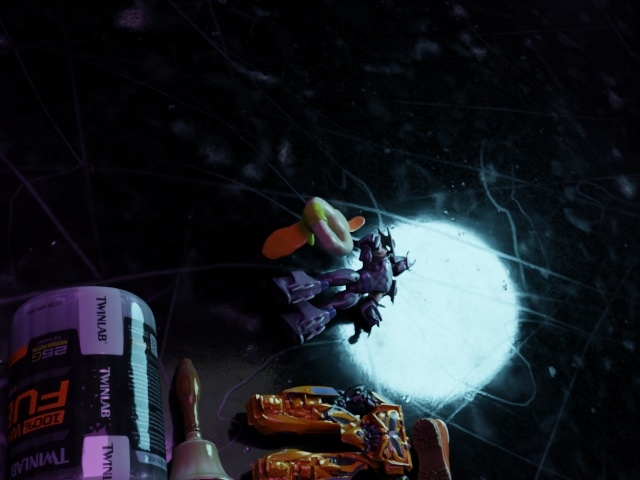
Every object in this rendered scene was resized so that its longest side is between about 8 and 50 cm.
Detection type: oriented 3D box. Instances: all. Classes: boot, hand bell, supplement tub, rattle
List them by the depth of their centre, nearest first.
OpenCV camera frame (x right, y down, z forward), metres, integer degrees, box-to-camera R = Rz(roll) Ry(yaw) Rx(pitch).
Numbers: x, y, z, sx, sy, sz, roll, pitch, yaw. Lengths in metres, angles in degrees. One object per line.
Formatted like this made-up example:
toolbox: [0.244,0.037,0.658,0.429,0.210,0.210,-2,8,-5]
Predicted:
supplement tub: [-0.319,0.251,1.111,0.207,0.207,0.338,4,57,-26]
hand bell: [-0.196,0.286,1.241,0.126,0.126,0.242,8,43,-23]
boot: [0.201,0.382,1.393,0.084,0.059,0.158,16,66,-64]
rattle: [0.000,0.000,1.566,0.130,0.143,0.199,41,13,11]

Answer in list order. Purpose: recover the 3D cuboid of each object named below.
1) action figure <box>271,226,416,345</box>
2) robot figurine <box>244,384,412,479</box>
action figure: [0.058,0.084,1.467,0.285,0.099,0.185,-20,113,-24]
robot figurine: [0.027,0.327,1.320,0.291,0.085,0.211,6,57,-24]
